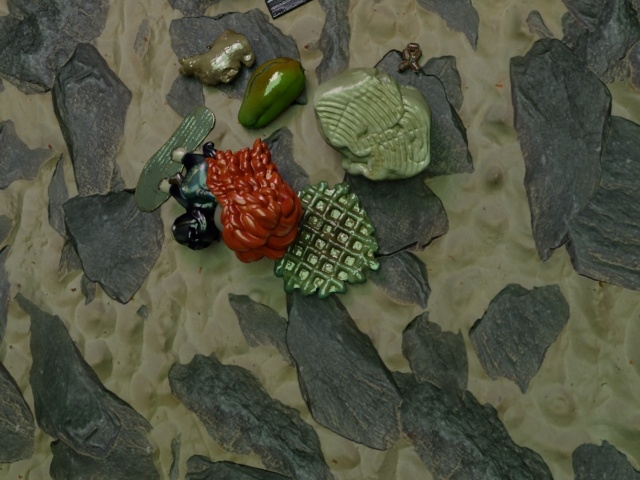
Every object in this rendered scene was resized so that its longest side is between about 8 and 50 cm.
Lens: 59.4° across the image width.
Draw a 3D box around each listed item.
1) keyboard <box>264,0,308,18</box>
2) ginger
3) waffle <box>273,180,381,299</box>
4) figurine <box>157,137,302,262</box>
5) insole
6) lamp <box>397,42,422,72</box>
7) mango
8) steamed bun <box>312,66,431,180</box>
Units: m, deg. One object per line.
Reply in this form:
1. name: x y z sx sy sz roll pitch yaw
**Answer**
1. keyboard: -0.054 -0.689 1.564 0.202 0.011 0.067 -25 82 6
2. ginger: -0.289 -0.493 1.557 0.213 0.074 0.137 -28 74 2
3. waffle: 0.000 0.000 1.490 0.292 0.056 0.309 -20 82 7
4. figurine: -0.246 -0.101 1.436 0.412 0.241 0.306 2 76 28
5. insole: -0.418 -0.232 1.592 0.119 0.009 0.348 37 93 10
6. lamp: 0.240 -0.489 1.499 0.063 0.031 0.083 7 84 7
7. mango: -0.142 -0.399 1.513 0.233 0.111 0.125 -40 68 17
8. steamed bun: 0.134 -0.300 1.420 0.289 0.203 0.276 1 112 10
